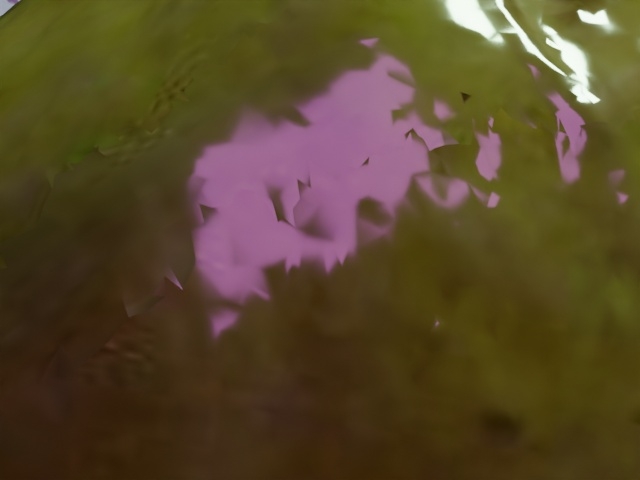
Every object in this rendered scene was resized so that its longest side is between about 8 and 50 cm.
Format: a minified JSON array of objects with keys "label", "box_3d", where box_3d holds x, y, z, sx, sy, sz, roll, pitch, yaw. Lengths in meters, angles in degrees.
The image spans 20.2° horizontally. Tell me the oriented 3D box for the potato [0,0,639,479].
[{"label":"potato","box_3d":[0.000,0.000,0.482,0.330,0.213,0.280,38,100,23]}]
